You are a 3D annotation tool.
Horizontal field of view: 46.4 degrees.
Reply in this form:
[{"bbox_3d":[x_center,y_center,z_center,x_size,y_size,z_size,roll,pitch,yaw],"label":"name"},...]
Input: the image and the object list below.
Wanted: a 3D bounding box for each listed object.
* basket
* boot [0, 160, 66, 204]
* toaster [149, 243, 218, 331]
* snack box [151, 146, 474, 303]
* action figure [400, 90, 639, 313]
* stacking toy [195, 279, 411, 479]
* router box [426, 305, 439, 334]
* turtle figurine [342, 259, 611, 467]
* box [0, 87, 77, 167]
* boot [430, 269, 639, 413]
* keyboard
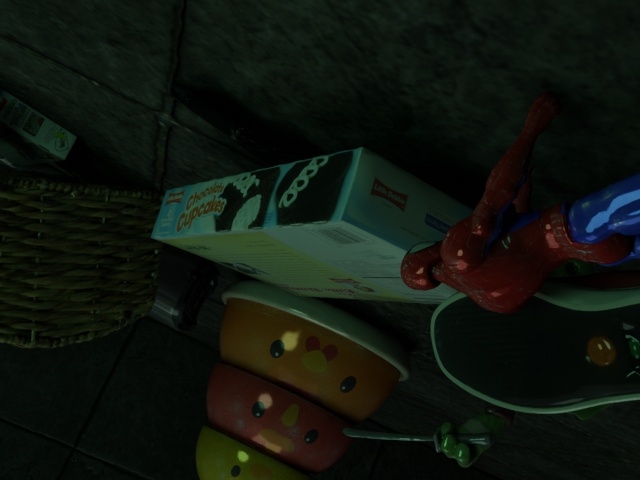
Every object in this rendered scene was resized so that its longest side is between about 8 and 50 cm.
[{"bbox_3d":[-0.386,0.016,0.976,0.223,0.214,0.299,11,-175,38],"label":"basket"},{"bbox_3d":[-0.509,-0.103,1.124,0.258,0.095,0.123,32,155,-30],"label":"boot"},{"bbox_3d":[-0.270,0.069,1.286,0.146,0.129,0.227,25,166,4],"label":"toaster"},{"bbox_3d":[0.000,0.000,0.664,0.187,0.060,0.322,25,164,-32],"label":"snack box"},{"bbox_3d":[0.168,-0.038,0.424,0.280,0.139,0.091,-18,138,34],"label":"action figure"},{"bbox_3d":[-0.084,0.335,1.234,0.350,0.480,0.350,22,164,6],"label":"stacking toy"},{"bbox_3d":[0.193,0.108,0.916,0.092,0.038,0.122,24,164,-3],"label":"router box"},{"bbox_3d":[0.135,0.105,0.707,0.274,0.198,0.266,22,161,-7],"label":"turtle figurine"},{"bbox_3d":[-0.407,-0.142,0.968,0.114,0.036,0.207,35,161,-34],"label":"box"},{"bbox_3d":[0.214,0.056,0.519,0.176,0.088,0.244,-9,180,-45],"label":"boot"},{"bbox_3d":[-0.039,-0.084,0.665,0.192,0.038,0.100,32,-175,-32],"label":"keyboard"}]
